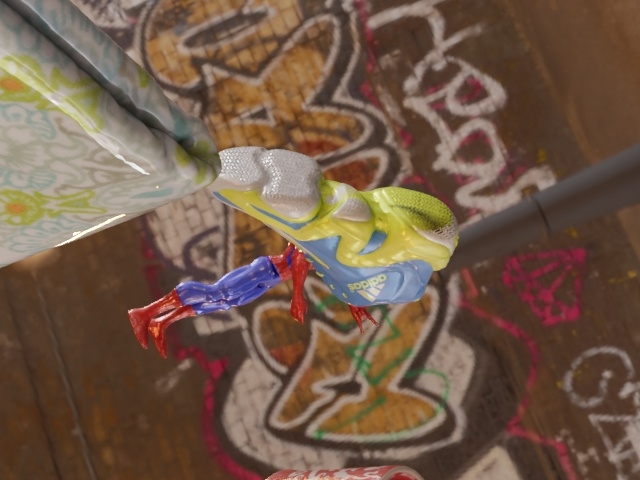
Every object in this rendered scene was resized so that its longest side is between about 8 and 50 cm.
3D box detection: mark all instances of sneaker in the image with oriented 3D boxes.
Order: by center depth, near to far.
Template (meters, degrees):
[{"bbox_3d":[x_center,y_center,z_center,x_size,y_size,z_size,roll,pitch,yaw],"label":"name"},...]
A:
[{"bbox_3d":[0.000,0.000,0.842,0.091,0.240,0.126,-61,-14,-52],"label":"sneaker"}]

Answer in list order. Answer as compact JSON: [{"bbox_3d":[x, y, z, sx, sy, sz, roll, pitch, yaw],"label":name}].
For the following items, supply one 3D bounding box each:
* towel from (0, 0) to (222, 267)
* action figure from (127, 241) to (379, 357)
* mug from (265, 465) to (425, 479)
[{"bbox_3d":[-0.302,-0.092,0.615,0.374,0.320,0.090,42,-138,-47],"label":"towel"},{"bbox_3d":[-0.052,0.071,0.995,0.139,0.280,0.091,60,-178,19],"label":"action figure"},{"bbox_3d":[0.029,0.300,0.925,0.113,0.169,0.150,-3,-104,-45],"label":"mug"}]
